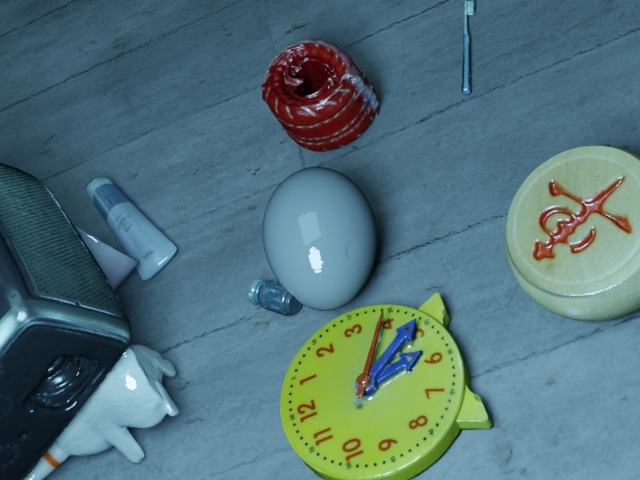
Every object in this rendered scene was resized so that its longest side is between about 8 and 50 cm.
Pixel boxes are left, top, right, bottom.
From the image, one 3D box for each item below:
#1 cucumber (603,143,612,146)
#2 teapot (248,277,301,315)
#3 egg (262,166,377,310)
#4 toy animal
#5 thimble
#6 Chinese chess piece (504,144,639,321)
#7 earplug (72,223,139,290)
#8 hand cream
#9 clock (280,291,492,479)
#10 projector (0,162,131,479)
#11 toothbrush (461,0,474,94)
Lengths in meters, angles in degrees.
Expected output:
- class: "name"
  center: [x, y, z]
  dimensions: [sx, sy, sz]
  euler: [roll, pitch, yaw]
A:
- class: "cucumber"
  center: [0.470, -0.079, 1.619]
  dimensions: [0.058, 0.058, 0.187]
  euler: [-46, 50, -10]
- class: "teapot"
  center: [-0.067, 0.082, 1.773]
  dimensions: [0.083, 0.049, 0.063]
  euler: [16, 65, 34]
- class: "egg"
  center: [0.000, 0.000, 1.718]
  dimensions: [0.176, 0.176, 0.232]
  euler: [-15, 61, 16]
- class: "toy animal"
  center: [-0.339, 0.274, 1.731]
  dimensions: [0.282, 0.138, 0.140]
  euler: [-45, 37, 22]
- class: "thimble"
  center: [-0.006, -0.250, 1.933]
  dimensions: [0.189, 0.125, 0.163]
  euler: [29, 76, 38]
- class: "Chinese chess piece"
  center: [0.377, -0.012, 1.555]
  dimensions: [0.251, 0.097, 0.251]
  euler: [-14, 63, 28]
- class: "earplug"
  center: [-0.451, 0.123, 1.865]
  dimensions: [0.172, 0.172, 0.301]
  euler: [25, 82, 37]
- class: "hand cream"
  center: [-0.340, -0.027, 1.991]
  dimensions: [0.079, 0.048, 0.255]
  euler: [-45, 54, 2]
- class: "clock"
  center: [0.075, 0.210, 1.597]
  dimensions: [0.293, 0.071, 0.277]
  euler: [-30, 49, 5]
- class: "projector"
  center: [-0.537, 0.122, 1.685]
  dimensions: [0.395, 0.242, 0.405]
  euler: [-51, 53, 16]
- class: "toothbrush"
  center: [0.255, -0.337, 1.938]
  dimensions: [0.019, 0.016, 0.219]
  euler: [-3, 54, 14]
